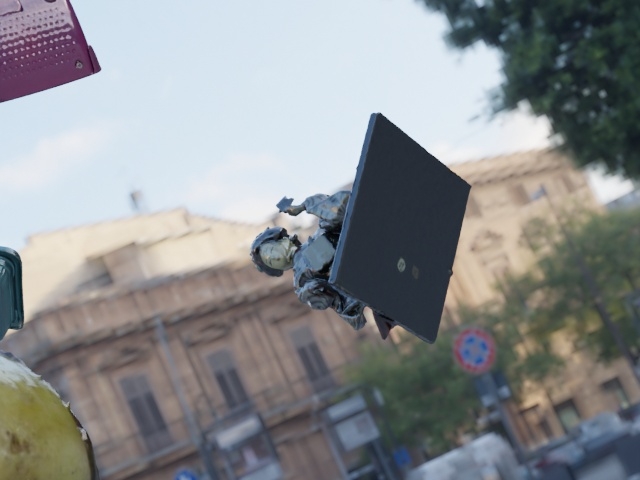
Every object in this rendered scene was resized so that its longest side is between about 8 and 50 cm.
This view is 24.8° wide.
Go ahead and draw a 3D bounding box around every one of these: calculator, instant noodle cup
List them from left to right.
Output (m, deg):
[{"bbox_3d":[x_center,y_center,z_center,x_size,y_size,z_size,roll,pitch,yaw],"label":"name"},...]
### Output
[{"bbox_3d":[-0.531,0.084,2.201,0.157,0.070,0.179,8,-44,-1],"label":"instant noodle cup"},{"bbox_3d":[-0.275,-0.205,1.212,0.126,0.190,0.034,-23,-10,-30],"label":"calculator"}]

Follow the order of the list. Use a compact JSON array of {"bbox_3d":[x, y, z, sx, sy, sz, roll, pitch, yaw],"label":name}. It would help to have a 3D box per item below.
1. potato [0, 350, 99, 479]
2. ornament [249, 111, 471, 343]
[{"bbox_3d":[-0.332,0.165,1.070,0.242,0.285,0.242,-48,-27,-34],"label":"potato"},{"bbox_3d":[0.000,0.000,1.281,0.196,0.166,0.153,-1,-23,41],"label":"ornament"}]
